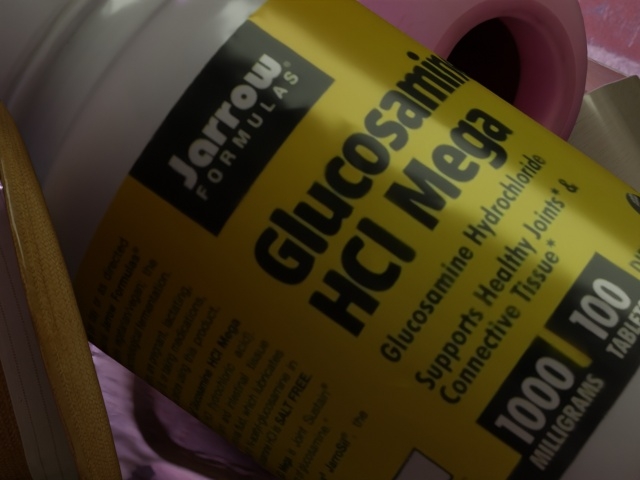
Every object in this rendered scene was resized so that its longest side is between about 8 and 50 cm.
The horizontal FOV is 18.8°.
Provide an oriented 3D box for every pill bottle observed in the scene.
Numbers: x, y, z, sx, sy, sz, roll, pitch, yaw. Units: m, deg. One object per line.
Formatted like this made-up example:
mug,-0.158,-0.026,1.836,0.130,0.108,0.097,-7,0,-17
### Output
pill bottle,0.000,0.000,0.829,0.334,0.188,0.188,34,16,7

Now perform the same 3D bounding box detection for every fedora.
fedora,-0.126,0.039,0.697,0.079,0.194,0.194,-16,27,-10

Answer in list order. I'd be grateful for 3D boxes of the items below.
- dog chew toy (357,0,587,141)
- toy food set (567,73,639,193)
dog chew toy,0.011,-0.127,1.198,0.206,0.207,0.332,15,8,-36
toy food set,0.223,0.004,1.342,0.220,0.092,0.306,60,17,1
